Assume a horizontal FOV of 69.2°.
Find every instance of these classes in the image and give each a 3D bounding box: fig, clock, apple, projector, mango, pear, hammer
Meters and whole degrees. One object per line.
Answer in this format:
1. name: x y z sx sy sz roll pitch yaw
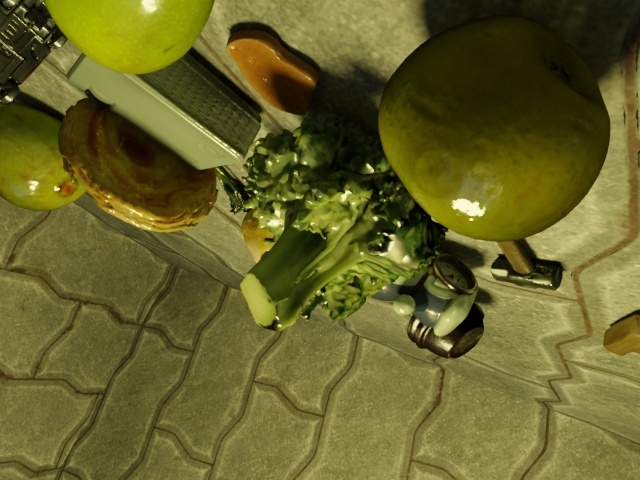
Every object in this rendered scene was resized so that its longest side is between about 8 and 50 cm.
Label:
1. fig: -0.781 -0.233 1.240 0.326 0.258 0.258 38 164 2
2. clock: 0.175 0.073 0.908 0.243 0.199 0.146 34 132 7
3. apple: 0.151 -0.097 0.410 0.197 0.196 0.157 30 140 -15
4. projector: -0.241 -0.225 0.733 0.257 0.099 0.192 35 160 -33
5. mango: -0.174 -0.271 0.427 0.175 0.143 0.293 46 149 -7
6. pear: -0.105 -0.012 1.078 0.178 0.177 0.178 23 164 7
7. hammer: 0.272 -0.025 0.723 0.111 0.043 0.365 9 155 46

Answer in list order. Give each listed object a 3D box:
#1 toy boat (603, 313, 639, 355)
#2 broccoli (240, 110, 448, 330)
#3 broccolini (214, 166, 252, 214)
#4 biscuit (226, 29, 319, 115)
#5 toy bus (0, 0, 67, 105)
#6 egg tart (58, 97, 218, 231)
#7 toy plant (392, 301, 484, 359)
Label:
1. toy boat: 0.591 0.182 0.862 0.077 0.057 0.200 14 161 16
2. broccoli: 0.014 -0.022 0.702 0.338 0.317 0.277 -42 87 29
3. broccolini: -0.207 -0.139 1.076 0.074 0.058 0.201 4 142 17
4. biscuit: -0.052 -0.218 0.610 0.118 0.023 0.140 15 161 29
5. toy bus: -0.478 -0.294 0.695 0.108 0.198 0.096 28 168 34
6. egg tart: -0.324 -0.127 0.835 0.116 0.294 0.295 -29 130 34
7. toy plant: 0.263 0.164 1.114 0.235 0.175 0.218 45 -175 38
